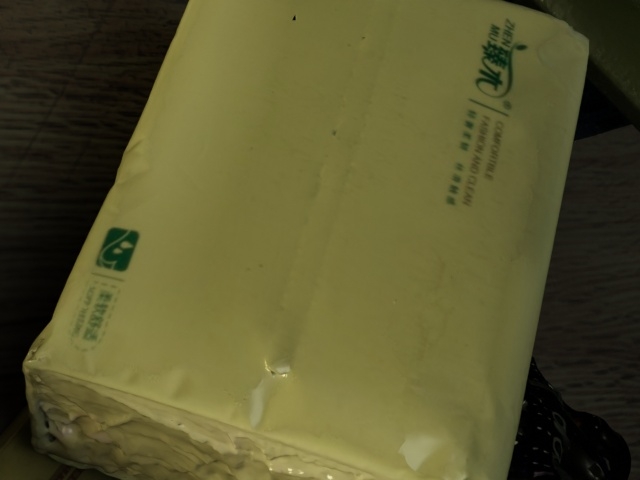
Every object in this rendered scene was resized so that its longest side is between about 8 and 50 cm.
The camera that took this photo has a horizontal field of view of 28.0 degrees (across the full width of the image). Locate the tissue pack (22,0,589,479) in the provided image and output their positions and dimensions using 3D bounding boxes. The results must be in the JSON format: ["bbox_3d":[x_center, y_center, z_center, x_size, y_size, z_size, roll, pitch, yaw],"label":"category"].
[{"bbox_3d":[0.000,0.000,0.880,0.297,0.207,0.380,17,60,-2],"label":"tissue pack"}]

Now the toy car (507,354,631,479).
[{"bbox_3d":[0.164,0.175,1.017,0.193,0.118,0.301,52,14,-10],"label":"toy car"}]

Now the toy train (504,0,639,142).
[{"bbox_3d":[0.171,-0.201,1.125,0.300,0.202,0.131,38,59,-26],"label":"toy train"}]

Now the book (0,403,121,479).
[{"bbox_3d":[-0.129,0.196,0.921,0.231,0.026,0.161,51,54,-19],"label":"book"}]
